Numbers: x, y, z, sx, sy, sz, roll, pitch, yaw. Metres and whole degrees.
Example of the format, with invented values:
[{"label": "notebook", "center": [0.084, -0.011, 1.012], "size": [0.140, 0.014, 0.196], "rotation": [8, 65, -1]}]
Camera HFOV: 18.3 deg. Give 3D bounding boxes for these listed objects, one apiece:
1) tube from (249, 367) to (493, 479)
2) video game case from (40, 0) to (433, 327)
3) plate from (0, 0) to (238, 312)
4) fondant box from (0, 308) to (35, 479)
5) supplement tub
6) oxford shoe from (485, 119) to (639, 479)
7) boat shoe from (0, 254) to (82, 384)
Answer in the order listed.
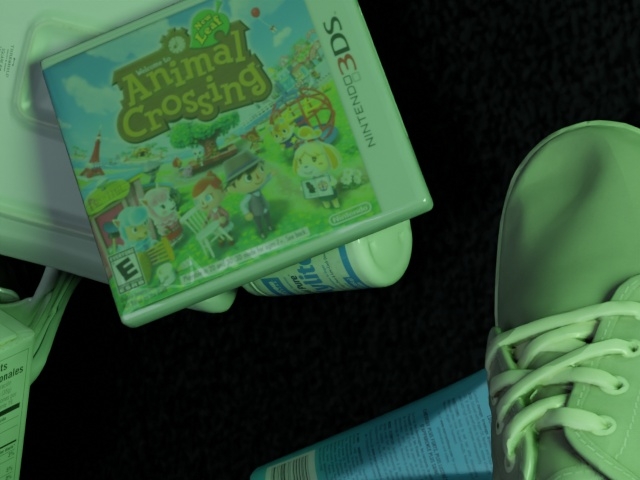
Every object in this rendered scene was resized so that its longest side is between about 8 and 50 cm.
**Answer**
[{"label": "tube", "center": [0.049, 0.145, 1.305], "size": [0.207, 0.052, 0.080], "rotation": [-22, 85, 28]}, {"label": "video game case", "center": [-0.058, -0.070, 1.277], "size": [0.212, 0.023, 0.193], "rotation": [-22, 73, 8]}, {"label": "plate", "center": [-0.164, -0.110, 1.351], "size": [0.278, 0.045, 0.277], "rotation": [15, 99, 4]}, {"label": "fondant box", "center": [-0.341, 0.164, 1.493], "size": [0.238, 0.096, 0.330], "rotation": [30, 124, 30]}, {"label": "supplement tub", "center": [0.000, 0.000, 1.313], "size": [0.107, 0.071, 0.071], "rotation": [-7, 89, 35]}, {"label": "oxford shoe", "center": [0.154, 0.096, 1.073], "size": [0.169, 0.130, 0.449], "rotation": [-28, 43, 31]}, {"label": "boat shoe", "center": [-0.232, 0.027, 1.464], "size": [0.095, 0.084, 0.258], "rotation": [42, 115, 25]}]
